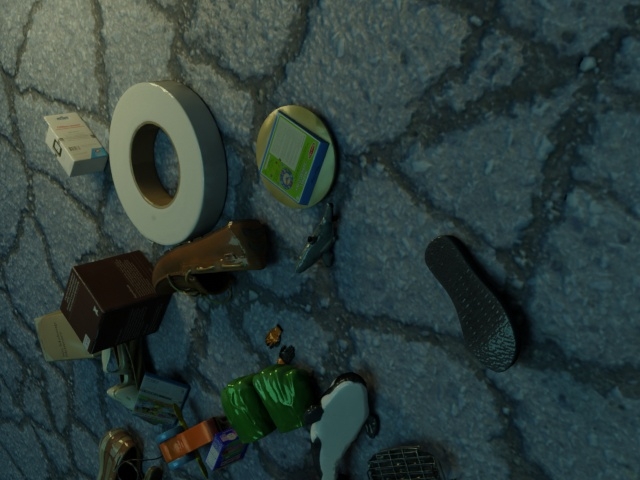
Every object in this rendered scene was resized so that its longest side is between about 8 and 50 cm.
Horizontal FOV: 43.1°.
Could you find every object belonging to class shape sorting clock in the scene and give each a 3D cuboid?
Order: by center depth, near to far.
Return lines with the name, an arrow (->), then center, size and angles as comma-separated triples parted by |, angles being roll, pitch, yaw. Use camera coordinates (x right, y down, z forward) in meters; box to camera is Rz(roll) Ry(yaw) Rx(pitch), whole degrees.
shape sorting clock -> -0.049, -0.165, 1.609 | 0.206, 0.040, 0.206 | 11, 106, 41

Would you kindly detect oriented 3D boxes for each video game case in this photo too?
video game case -> -0.424, 0.422, 2.136 | 0.119, 0.015, 0.166 | 19, 125, -8

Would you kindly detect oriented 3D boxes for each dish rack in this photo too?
dish rack -> 0.199, 0.521, 1.546 | 0.208, 0.074, 0.272 | -22, 84, 46

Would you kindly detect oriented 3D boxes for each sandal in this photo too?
sandal -> 0.268, 0.098, 1.367 | 0.097, 0.054, 0.255 | -42, 62, 36

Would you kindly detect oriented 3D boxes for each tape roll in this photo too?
tape roll -> -0.367, -0.179, 1.909 | 0.392, 0.072, 0.392 | 17, 114, 42

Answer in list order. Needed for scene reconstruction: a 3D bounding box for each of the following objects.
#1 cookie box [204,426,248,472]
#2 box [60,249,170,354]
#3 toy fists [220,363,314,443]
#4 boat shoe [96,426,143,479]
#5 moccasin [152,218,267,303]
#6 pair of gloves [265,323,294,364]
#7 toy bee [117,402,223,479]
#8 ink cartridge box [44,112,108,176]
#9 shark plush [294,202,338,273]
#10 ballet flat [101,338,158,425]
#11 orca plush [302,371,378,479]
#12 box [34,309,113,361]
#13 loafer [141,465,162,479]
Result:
cookie box -> -0.221, 0.498, 1.950 | 0.040, 0.091, 0.107 | 47, 131, 30
box -> -0.525, 0.154, 2.076 | 0.167, 0.203, 0.168 | 49, 131, 24
toy fists -> -0.118, 0.354, 1.802 | 0.279, 0.096, 0.142 | -27, 92, 45
boat shoe -> -0.583, 0.711, 2.368 | 0.116, 0.123, 0.324 | 20, 117, 38
moccasin -> -0.253, 0.069, 1.834 | 0.380, 0.139, 0.147 | -20, 78, 38
pair of gloves -> -0.091, 0.235, 1.797 | 0.083, 0.010, 0.074 | 54, 133, 18
toy bee -> -0.359, 0.513, 2.078 | 0.298, 0.162, 0.195 | -7, 88, 22
ink cartridge box -> -0.659, -0.257, 2.160 | 0.180, 0.104, 0.060 | 51, 133, 23
shark plush -> 0.000, 0.000, 1.589 | 0.073, 0.067, 0.161 | 53, 133, 20
ballet flat -> -0.527, 0.353, 2.195 | 0.116, 0.124, 0.342 | -3, 100, 45
orca plush -> 0.043, 0.378, 1.675 | 0.151, 0.102, 0.287 | -4, 117, 1
box -> -0.694, 0.263, 2.341 | 0.311, 0.121, 0.148 | -14, 92, 47
loafer -> -0.491, 0.694, 2.312 | 0.050, 0.056, 0.148 | 35, 125, 26
